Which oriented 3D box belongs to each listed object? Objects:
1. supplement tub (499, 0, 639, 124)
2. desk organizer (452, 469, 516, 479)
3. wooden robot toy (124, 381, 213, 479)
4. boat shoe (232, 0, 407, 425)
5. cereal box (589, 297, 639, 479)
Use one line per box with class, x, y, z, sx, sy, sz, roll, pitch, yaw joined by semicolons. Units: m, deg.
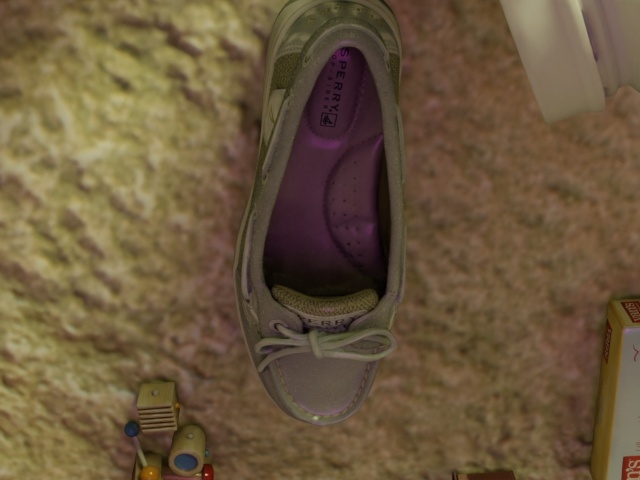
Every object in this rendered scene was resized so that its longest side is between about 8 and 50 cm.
supplement tub;0.231;-0.205;0.499;0.325;0.235;0.235;-19;117;14
desk organizer;0.136;0.255;0.860;0.050;0.047;0.130;-3;119;-2
wooden robot toy;-0.124;0.200;0.805;0.076;0.079;0.173;10;118;-6
boat shoe;0.003;-0.001;0.685;0.118;0.103;0.320;5;118;-4
cereal box;0.334;0.120;0.791;0.240;0.047;0.173;-2;118;0
